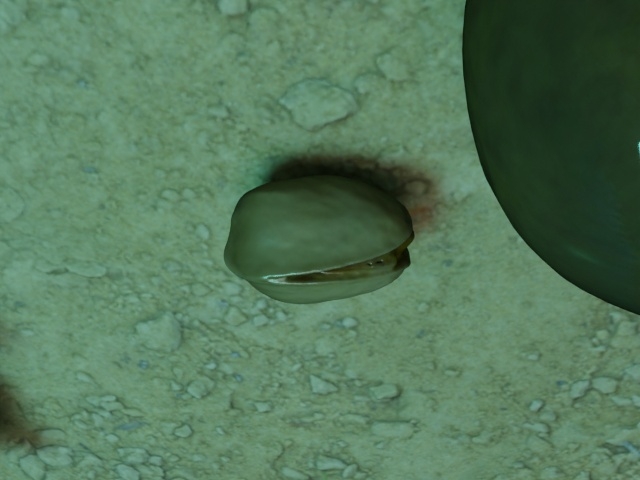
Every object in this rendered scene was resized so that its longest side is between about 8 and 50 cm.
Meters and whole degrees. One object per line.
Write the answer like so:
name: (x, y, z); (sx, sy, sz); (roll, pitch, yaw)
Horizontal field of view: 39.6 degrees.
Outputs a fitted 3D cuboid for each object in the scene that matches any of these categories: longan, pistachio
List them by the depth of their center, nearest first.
longan: (0.226, -0.101, 0.489); (0.318, 0.319, 0.319); (3, 130, 3)
pistachio: (0.000, 0.000, 0.705); (0.149, 0.113, 0.113); (-3, 130, 13)
